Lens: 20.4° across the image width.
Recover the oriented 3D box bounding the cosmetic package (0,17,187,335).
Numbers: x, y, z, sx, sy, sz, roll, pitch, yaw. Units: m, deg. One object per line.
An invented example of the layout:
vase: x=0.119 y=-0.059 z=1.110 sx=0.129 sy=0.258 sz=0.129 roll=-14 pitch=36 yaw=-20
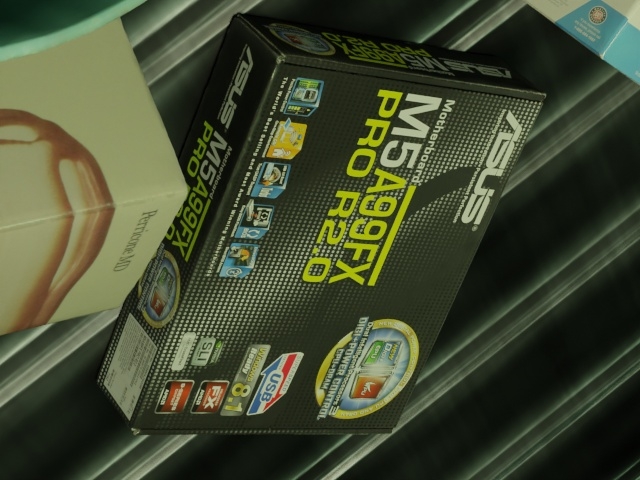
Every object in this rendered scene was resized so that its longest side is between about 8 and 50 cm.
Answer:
cosmetic package: x=-0.236 y=-0.016 z=0.875 sx=0.296 sy=0.129 sz=0.153 roll=-14 pitch=159 yaw=-26

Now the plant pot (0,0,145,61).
plant pot: x=-0.158 y=-0.219 z=0.491 sx=0.293 sy=0.235 sz=0.293 roll=-27 pitch=127 yaw=-41

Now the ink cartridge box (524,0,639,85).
ink cartridge box: x=0.218 y=-0.178 z=1.138 sx=0.090 sy=0.092 sz=0.143 roll=26 pitch=105 yaw=-44

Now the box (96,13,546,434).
box: x=0.000 y=0.000 z=1.138 sx=0.216 sy=0.060 sz=0.270 roll=6 pitch=118 yaw=-37
